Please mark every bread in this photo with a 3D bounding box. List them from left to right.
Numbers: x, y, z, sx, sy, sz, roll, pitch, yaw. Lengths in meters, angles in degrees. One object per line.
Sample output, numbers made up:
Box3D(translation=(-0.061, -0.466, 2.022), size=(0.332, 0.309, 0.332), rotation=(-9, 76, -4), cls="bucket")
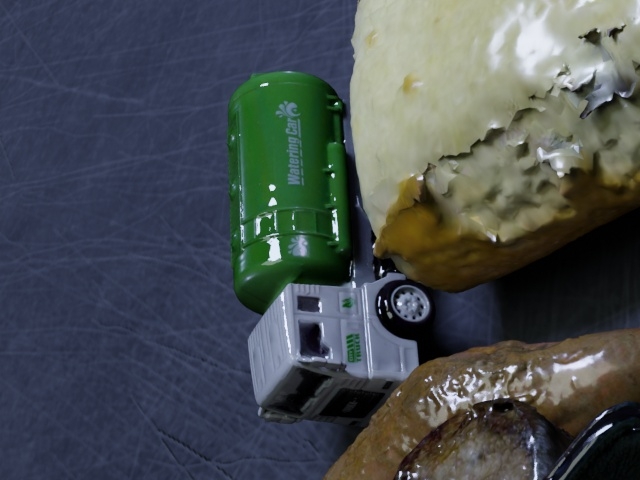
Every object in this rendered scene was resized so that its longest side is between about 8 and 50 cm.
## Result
Box3D(translation=(0.189, -0.125, 1.140), size=(0.375, 0.165, 0.237), rotation=(-22, 53, 35), cls="bread")

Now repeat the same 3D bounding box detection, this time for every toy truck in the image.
Box3D(translation=(0.000, 0.000, 1.264), size=(0.101, 0.125, 0.243), rotation=(127, 144, -54), cls="toy truck")

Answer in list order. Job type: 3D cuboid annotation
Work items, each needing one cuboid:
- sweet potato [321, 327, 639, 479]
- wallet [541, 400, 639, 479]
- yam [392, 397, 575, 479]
Box3D(translation=(0.084, 0.132, 1.169), size=(0.341, 0.092, 0.114), rotation=(-41, 87, 19), cls="sweet potato")
Box3D(translation=(0.202, 0.198, 0.872), size=(0.172, 0.318, 0.045), rotation=(-55, 24, 9), cls="wallet")
Box3D(translation=(0.149, 0.186, 0.961), size=(0.131, 0.279, 0.131), rotation=(-31, 39, 29), cls="yam")
